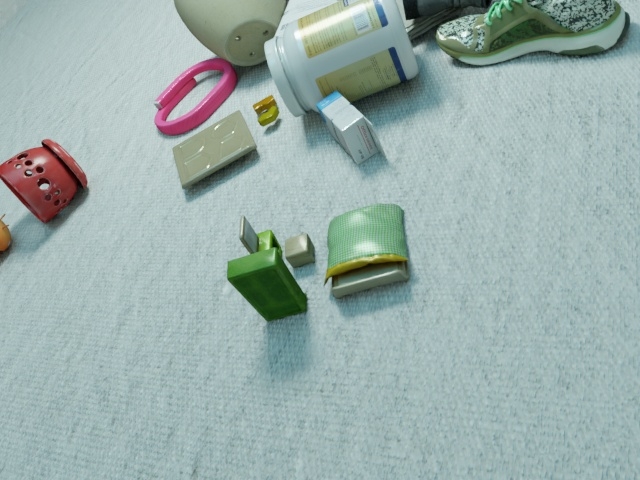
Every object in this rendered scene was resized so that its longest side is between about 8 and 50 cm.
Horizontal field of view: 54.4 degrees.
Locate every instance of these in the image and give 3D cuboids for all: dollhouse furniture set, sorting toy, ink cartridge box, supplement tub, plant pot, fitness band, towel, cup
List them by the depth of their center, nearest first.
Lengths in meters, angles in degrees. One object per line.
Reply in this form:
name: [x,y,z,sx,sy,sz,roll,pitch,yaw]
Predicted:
dollhouse furniture set: [0.000,0.000,1.157,0.302,0.151,0.197,-17,45,15]
ink cartridge box: [0.066,-0.242,1.374,0.060,0.104,0.180,-33,43,-2]
supplement tub: [0.050,-0.438,1.471,0.316,0.228,0.228,-19,45,12]
sorting toy: [-0.233,-0.257,1.608,0.307,0.041,0.229,-29,39,2]
towel: [0.245,-0.628,1.669,0.187,0.049,0.282,-28,42,1]
plant pot: [-0.755,-0.171,1.708,0.174,0.191,0.191,-45,45,-18]
ink cartridge box: [-0.003,-0.585,1.717,0.198,0.114,0.272,-6,48,24]
cup: [-0.229,-0.644,1.784,0.331,0.331,0.237,-26,63,6]
fitness band: [-0.369,-0.425,1.821,0.209,0.054,0.291,18,63,39]

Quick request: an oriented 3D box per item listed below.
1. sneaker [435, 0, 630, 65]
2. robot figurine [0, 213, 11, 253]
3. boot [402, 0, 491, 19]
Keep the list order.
sneaker: [0.439,-0.504,1.348,0.410,0.182,0.158,2,53,32]
robot figurine: [-0.938,0.013,1.687,0.219,0.158,0.128,-41,84,-10]
boot: [0.333,-0.668,1.560,0.223,0.118,0.338,-1,55,19]
